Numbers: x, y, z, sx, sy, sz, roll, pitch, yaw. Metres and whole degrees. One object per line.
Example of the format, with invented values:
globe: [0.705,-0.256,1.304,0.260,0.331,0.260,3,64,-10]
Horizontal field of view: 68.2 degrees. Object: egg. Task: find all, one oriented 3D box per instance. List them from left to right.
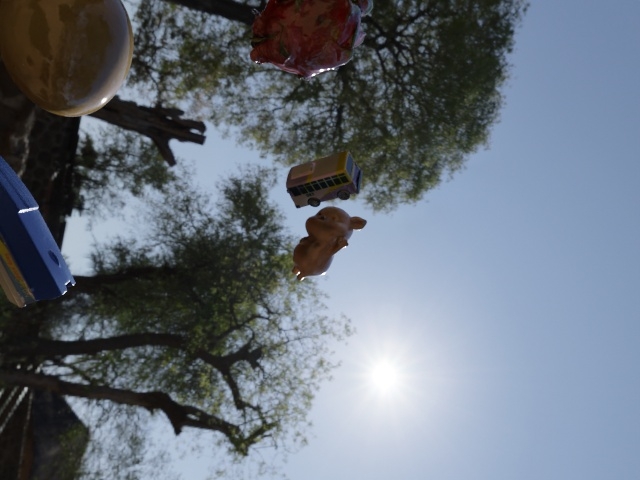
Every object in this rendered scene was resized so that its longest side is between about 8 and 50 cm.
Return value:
egg: [-0.632,-0.500,1.189,0.301,0.301,0.373,10,-84,53]

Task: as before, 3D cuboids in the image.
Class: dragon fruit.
dragon fruit: [-0.015,-0.424,0.927,0.201,0.198,0.269,7,-134,18]

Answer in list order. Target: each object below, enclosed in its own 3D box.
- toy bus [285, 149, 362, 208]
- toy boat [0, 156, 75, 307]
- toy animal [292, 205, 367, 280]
toy bus: [0.002,-0.086,0.671,0.102,0.058,0.052,-12,-136,26]
toy boat: [-0.484,-0.043,0.714,0.129,0.088,0.294,-151,-140,-73]
toy animal: [0.002,0.002,0.799,0.083,0.089,0.150,39,-92,6]
